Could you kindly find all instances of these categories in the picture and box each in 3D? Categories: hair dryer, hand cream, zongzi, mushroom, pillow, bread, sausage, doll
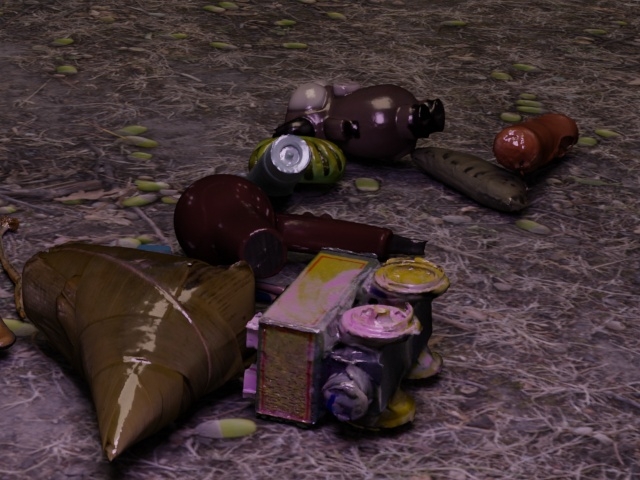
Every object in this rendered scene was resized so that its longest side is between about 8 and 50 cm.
[{"bbox_3d":[0.000,0.000,1.824,0.341,0.123,0.312,6,8,-22],"label":"hair dryer"},{"bbox_3d":[-0.060,-0.083,1.946,0.085,0.058,0.331,-1,-8,-8],"label":"hand cream"},{"bbox_3d":[-0.240,0.112,1.515,0.274,0.145,0.300,10,30,25],"label":"zongzi"},{"bbox_3d":[-0.383,0.032,1.820,0.026,0.028,0.286,41,10,-26],"label":"mushroom"},{"bbox_3d":[0.233,-0.093,2.150,0.093,0.051,0.241,-11,26,-34],"label":"pillow"},{"bbox_3d":[-0.033,-0.116,2.118,0.139,0.071,0.130,2,7,15],"label":"bread"},{"bbox_3d":[0.320,-0.147,2.212,0.087,0.079,0.327,-17,2,22],"label":"sausage"},{"bbox_3d":[0.051,-0.179,2.218,0.257,0.117,0.182,5,12,26],"label":"doll"}]

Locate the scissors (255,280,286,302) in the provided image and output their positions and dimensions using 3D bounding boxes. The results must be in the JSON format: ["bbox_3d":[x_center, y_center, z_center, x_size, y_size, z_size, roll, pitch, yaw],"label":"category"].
[{"bbox_3d":[-0.099,0.057,1.804,0.113,0.012,0.039,11,24,17],"label":"scissors"}]

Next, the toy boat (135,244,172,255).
[{"bbox_3d":[-0.205,0.052,1.743,0.069,0.058,0.173,3,23,0],"label":"toy boat"}]

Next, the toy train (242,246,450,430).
[{"bbox_3d":[0.036,0.101,1.572,0.178,0.134,0.261,11,24,17],"label":"toy train"}]

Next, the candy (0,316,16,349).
[{"bbox_3d":[-0.450,0.054,1.667,0.143,0.101,0.271,-4,30,-30],"label":"candy"}]
